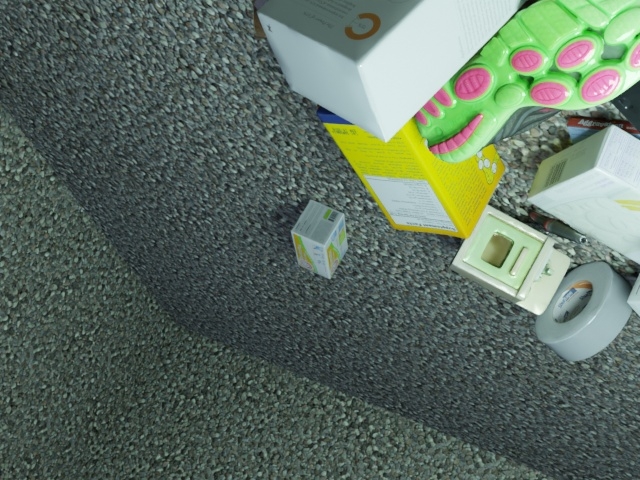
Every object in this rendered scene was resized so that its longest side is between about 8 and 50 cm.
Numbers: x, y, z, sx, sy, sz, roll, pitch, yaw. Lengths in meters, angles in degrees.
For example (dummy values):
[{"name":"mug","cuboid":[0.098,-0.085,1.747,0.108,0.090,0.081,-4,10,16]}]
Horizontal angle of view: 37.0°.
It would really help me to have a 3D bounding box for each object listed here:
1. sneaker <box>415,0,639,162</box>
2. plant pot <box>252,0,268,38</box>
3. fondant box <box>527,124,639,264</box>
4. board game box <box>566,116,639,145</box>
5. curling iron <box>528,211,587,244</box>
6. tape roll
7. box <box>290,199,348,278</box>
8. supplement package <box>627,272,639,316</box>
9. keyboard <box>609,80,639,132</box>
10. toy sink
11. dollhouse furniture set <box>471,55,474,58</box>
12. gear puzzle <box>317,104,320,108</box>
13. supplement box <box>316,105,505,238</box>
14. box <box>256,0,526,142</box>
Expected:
[{"name":"sneaker","cuboid":[0.351,-0.279,1.534,0.483,0.202,0.185,-19,100,52]},{"name":"plant pot","cuboid":[0.026,-0.427,1.620,0.230,0.215,0.215,13,154,6]},{"name":"fondant box","cuboid":[0.578,-0.060,1.726,0.330,0.096,0.238,27,163,-10]},{"name":"board game box","cuboid":[0.585,-0.150,1.685,0.281,0.027,0.145,12,151,36]},{"name":"curling iron","cuboid":[0.481,-0.025,1.923,0.068,0.035,0.274,28,-177,-8]},{"name":"tape roll","cuboid":[0.568,0.152,2.068,0.072,0.219,0.219,38,156,-16]},{"name":"box","cuboid":[0.000,0.000,2.582,0.103,0.114,0.203,24,157,17]},{"name":"supplement package","cuboid":[0.751,0.104,1.854,0.134,0.139,0.244,44,154,-24]},{"name":"keyboard","cuboid":[0.555,-0.264,1.461,0.201,0.033,0.317,43,156,-10]},{"name":"toy sink","cuboid":[0.419,0.045,2.076,0.234,0.152,0.131,30,177,6]},{"name":"dollhouse furniture set","cuboid":[0.276,-0.346,1.674,0.076,0.058,0.152,-3,160,41]},{"name":"gear puzzle","cuboid":[0.010,-0.321,1.846,0.044,0.175,0.339,2,144,37]},{"name":"supplement box","cuboid":[0.186,-0.193,1.871,0.194,0.195,0.356,10,148,41]},{"name":"box","cuboid":[0.116,-0.348,1.399,0.215,0.345,0.168,35,163,35]}]
